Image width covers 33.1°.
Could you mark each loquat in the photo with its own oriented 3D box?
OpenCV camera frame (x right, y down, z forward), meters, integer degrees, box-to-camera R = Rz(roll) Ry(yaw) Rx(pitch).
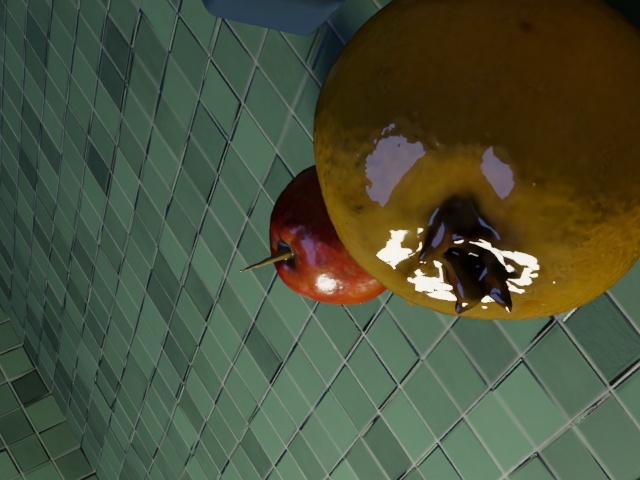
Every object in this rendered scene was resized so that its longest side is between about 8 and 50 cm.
[{"bbox_3d":[0.098,-0.052,0.624,0.208,0.208,0.208,39,141,40],"label":"loquat"}]

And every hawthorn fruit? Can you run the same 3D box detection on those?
[{"bbox_3d":[0.016,-0.004,0.889,0.125,0.140,0.125,6,106,23],"label":"hawthorn fruit"}]

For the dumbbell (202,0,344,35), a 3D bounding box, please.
[{"bbox_3d":[0.019,-0.252,0.669,0.325,0.160,0.144,150,126,-61],"label":"dumbbell"}]
